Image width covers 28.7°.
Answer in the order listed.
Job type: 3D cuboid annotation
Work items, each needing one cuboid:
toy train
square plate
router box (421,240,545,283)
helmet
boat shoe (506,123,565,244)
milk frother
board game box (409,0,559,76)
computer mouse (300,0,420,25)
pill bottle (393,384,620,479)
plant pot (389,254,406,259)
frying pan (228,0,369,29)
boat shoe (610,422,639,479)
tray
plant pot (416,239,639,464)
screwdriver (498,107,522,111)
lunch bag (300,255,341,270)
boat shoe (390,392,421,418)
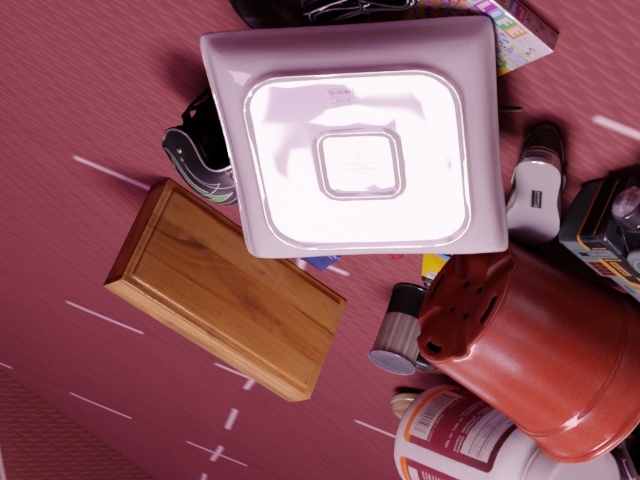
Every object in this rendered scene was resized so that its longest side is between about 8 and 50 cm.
[{"bbox_3d":[0.472,0.032,1.651,0.334,0.142,0.190,35,164,-28],"label":"toy train"},{"bbox_3d":[0.047,-0.105,1.527,0.347,0.049,0.344,-2,129,11],"label":"square plate"},{"bbox_3d":[0.248,0.040,1.925,0.178,0.046,0.133,16,153,11],"label":"router box"},{"bbox_3d":[-0.127,-0.129,1.770,0.161,0.169,0.169,39,154,2],"label":"helmet"},{"bbox_3d":[0.290,-0.070,1.656,0.077,0.070,0.219,13,151,8],"label":"boat shoe"},{"bbox_3d":[0.157,0.140,2.088,0.129,0.135,0.143,13,153,16],"label":"milk frother"},{"bbox_3d":[0.183,-0.254,1.436,0.154,0.026,0.103,34,151,-23],"label":"board game box"},{"bbox_3d":[0.011,-0.334,1.340,0.184,0.060,0.262,-3,134,30],"label":"computer mouse"},{"bbox_3d":[0.334,0.408,2.263,0.224,0.224,0.392,40,165,-32],"label":"pill bottle"},{"bbox_3d":[0.059,-0.070,1.710,0.174,0.191,0.191,16,154,0],"label":"plant pot"},{"bbox_3d":[0.016,-0.287,1.490,0.326,0.053,0.197,8,151,34],"label":"frying pan"},{"bbox_3d":[0.559,0.369,2.240,0.095,0.112,0.335,4,145,42],"label":"boat shoe"},{"bbox_3d":[-0.153,0.092,2.162,0.411,0.203,0.076,35,151,-24],"label":"tray"},{"bbox_3d":[0.297,0.137,1.766,0.265,0.272,0.272,31,153,-22],"label":"plant pot"},{"bbox_3d":[0.181,-0.164,1.619,0.169,0.024,0.025,6,121,26],"label":"screwdriver"},{"bbox_3d":[0.000,0.000,2.021,0.065,0.067,0.098,29,152,-14],"label":"lunch bag"},{"bbox_3d":[0.271,0.405,2.547,0.302,0.098,0.109,29,153,-14],"label":"boat shoe"}]
